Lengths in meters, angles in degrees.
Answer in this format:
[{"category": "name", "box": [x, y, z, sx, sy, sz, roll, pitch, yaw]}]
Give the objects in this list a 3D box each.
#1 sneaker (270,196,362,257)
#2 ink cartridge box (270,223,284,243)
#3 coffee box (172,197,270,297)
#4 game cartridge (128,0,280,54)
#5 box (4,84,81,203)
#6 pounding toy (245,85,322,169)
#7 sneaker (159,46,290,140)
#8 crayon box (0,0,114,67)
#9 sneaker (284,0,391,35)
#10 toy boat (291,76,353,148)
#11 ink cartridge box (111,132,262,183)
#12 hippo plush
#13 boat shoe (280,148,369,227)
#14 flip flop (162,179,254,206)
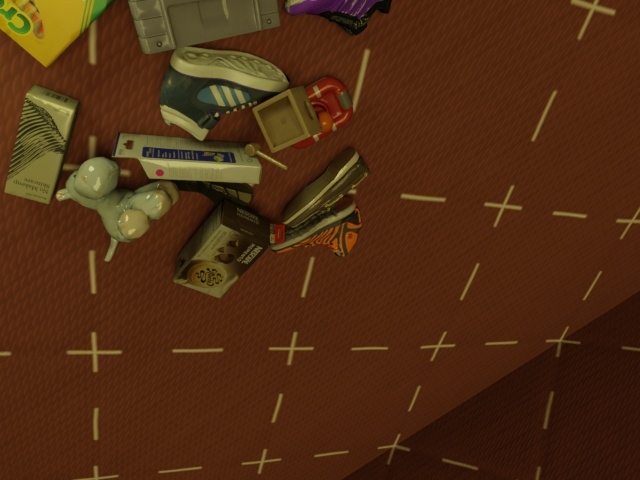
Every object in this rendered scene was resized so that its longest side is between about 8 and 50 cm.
[{"category": "sneaker", "box": [0.000, 0.000, 1.556, 0.321, 0.124, 0.180, -24, 124, -2]}, {"category": "ink cartridge box", "box": [-0.168, -0.022, 1.487, 0.029, 0.115, 0.062, 4, 88, -56]}, {"category": "coffee box", "box": [-0.304, 0.031, 1.435, 0.168, 0.118, 0.297, 27, 126, -31]}, {"category": "game cartridge", "box": [-0.266, -0.585, 1.074, 0.355, 0.068, 0.230, -26, 132, -26]}, {"category": "box", "box": [-0.709, -0.241, 1.188, 0.113, 0.094, 0.275, 16, 114, -26]}, {"category": "pounding toy", "box": [-0.105, -0.286, 1.255, 0.206, 0.094, 0.181, -16, 105, 32]}, {"category": "sneaker", "box": [-0.265, -0.374, 1.253, 0.323, 0.130, 0.236, -2, 141, -32]}, {"category": "crayon box", "box": [-0.622, -0.615, 0.972, 0.313, 0.106, 0.363, -40, 125, 8]}, {"category": "sneaker", "box": [0.058, -0.601, 1.209, 0.294, 0.102, 0.146, -19, 126, -6]}, {"category": "toy boat", "box": [-0.008, -0.348, 1.317, 0.231, 0.151, 0.151, -30, 125, 2]}, {"category": "ink cartridge box", "box": [-0.356, -0.224, 1.265, 0.371, 0.175, 0.069, 3, 121, -20]}, {"category": "hippo plush", "box": [-0.553, -0.129, 1.279, 0.236, 0.234, 0.294, 48, 141, -17]}, {"category": "boat shoe", "box": [0.015, -0.147, 1.477, 0.324, 0.116, 0.097, -44, 121, 4]}, {"category": "flip flop", "box": [-0.328, -0.177, 1.369, 0.277, 0.080, 0.112, 15, 132, -9]}]
